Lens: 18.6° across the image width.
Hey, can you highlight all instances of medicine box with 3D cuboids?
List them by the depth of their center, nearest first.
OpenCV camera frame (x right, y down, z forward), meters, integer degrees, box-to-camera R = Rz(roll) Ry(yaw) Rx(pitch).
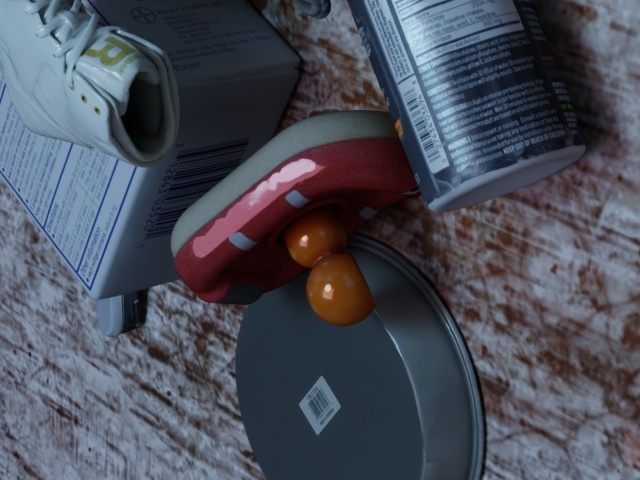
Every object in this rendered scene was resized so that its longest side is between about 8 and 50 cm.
[{"bbox_3d":[-0.190,-0.144,1.805,0.289,0.149,0.263,50,135,29],"label":"medicine box"}]

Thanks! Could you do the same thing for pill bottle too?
[{"bbox_3d":[0.099,-0.156,1.470,0.130,0.130,0.245,-29,78,50],"label":"pill bottle"}]

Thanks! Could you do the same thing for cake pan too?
[{"bbox_3d":[0.022,0.141,1.717,0.293,0.054,0.293,19,116,46],"label":"cake pan"}]

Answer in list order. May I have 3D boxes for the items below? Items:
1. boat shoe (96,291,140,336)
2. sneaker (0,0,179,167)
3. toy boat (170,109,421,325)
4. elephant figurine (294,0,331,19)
[{"bbox_3d":[-0.199,0.028,1.958,0.049,0.040,0.142,36,127,50],"label":"boat shoe"},{"bbox_3d":[-0.202,-0.182,1.560,0.169,0.108,0.292,22,150,38],"label":"sneaker"},{"bbox_3d":[0.000,0.000,1.591,0.231,0.151,0.151,-38,68,24],"label":"toy boat"},{"bbox_3d":[-0.035,-0.257,1.576,0.169,0.239,0.186,-41,55,14],"label":"elephant figurine"}]
